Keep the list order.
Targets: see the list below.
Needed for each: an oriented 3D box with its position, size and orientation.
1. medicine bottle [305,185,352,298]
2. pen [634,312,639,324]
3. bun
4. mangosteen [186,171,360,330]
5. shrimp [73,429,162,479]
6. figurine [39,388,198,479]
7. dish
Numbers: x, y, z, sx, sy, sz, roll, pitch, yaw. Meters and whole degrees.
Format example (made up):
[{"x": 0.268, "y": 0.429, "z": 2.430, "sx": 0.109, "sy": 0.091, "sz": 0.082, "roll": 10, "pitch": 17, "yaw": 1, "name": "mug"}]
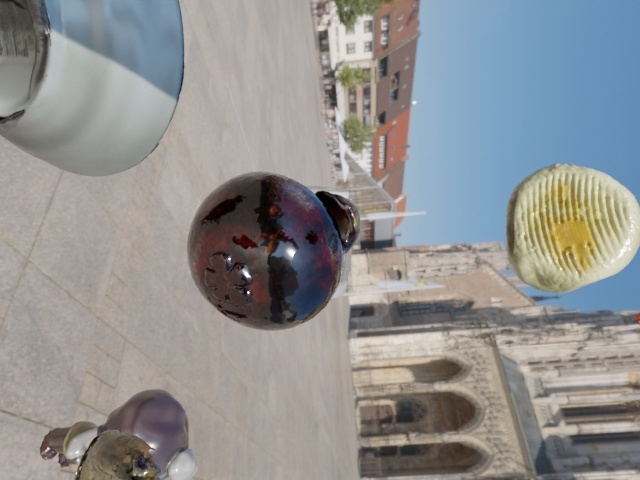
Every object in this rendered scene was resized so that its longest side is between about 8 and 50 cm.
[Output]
[{"x": 0.000, "y": 0.000, "z": 0.881, "sx": 0.135, "sy": 0.135, "sz": 0.215, "roll": -80, "pitch": 176, "yaw": -78, "name": "medicine bottle"}, {"x": 0.756, "y": 0.087, "z": 0.891, "sx": 0.239, "sy": 0.028, "sz": 0.028, "roll": -54, "pitch": -169, "yaw": 18, "name": "pen"}, {"x": 0.460, "y": -0.024, "z": 0.815, "sx": 0.153, "sy": 0.243, "sz": 0.244, "roll": 36, "pitch": 48, "yaw": -65, "name": "bun"}, {"x": -0.062, "y": 0.010, "z": 0.535, "sx": 0.210, "sy": 0.209, "sz": 0.210, "roll": -5, "pitch": 90, "yaw": -87, "name": "mangosteen"}, {"x": -0.313, "y": 0.375, "z": 0.632, "sx": 0.058, "sy": 0.253, "sz": 0.173, "roll": 30, "pitch": 67, "yaw": -39, "name": "shrimp"}, {"x": -0.494, "y": 0.496, "z": 1.028, "sx": 0.206, "sy": 0.364, "sz": 0.218, "roll": -108, "pitch": 177, "yaw": -60, "name": "figurine"}, {"x": -0.297, "y": -0.210, "z": 0.429, "sx": 0.106, "sy": 0.316, "sz": 0.317, "roll": -39, "pitch": 126, "yaw": -63, "name": "dish"}]
